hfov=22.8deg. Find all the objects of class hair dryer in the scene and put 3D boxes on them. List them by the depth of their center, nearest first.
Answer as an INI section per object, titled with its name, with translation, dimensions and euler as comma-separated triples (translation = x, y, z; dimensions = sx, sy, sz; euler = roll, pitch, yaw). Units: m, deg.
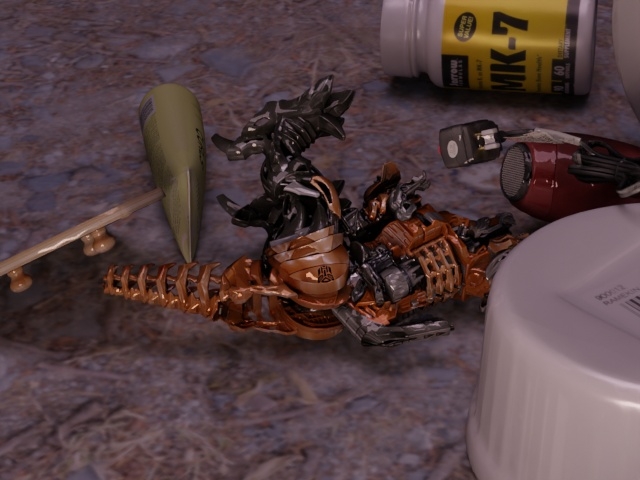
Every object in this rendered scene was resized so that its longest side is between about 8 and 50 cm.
[hair dryer]
translation = 0.243, -0.039, 1.286
dimensions = 0.223, 0.080, 0.293
euler = 15, 9, 30

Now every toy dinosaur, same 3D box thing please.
[toy dinosaur]
translation = 0.000, 0.000, 1.261
dimensions = 0.322, 0.164, 0.218
euler = 7, 44, -25

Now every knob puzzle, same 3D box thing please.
[knob puzzle]
translation = -0.201, 0.006, 1.292
dimensions = 0.213, 0.030, 0.213
euler = -25, 3, 1

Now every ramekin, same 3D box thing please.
[ramekin]
translation = 0.240, 0.088, 1.100
dimensions = 0.277, 0.135, 0.277
euler = -2, 33, 1

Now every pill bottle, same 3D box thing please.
[pill bottle]
translation = 0.170, -0.210, 1.594
dimensions = 0.208, 0.119, 0.119
euler = 4, 33, 11

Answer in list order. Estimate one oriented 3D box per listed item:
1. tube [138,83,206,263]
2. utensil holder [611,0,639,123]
[tube]
translation = -0.127, -0.069, 1.435
dimensions = 0.062, 0.070, 0.240
euler = -40, 26, 11
[utensil holder]
translation = 0.496, -0.222, 1.408
dimensions = 0.327, 0.328, 0.385
euler = 26, 45, 38
